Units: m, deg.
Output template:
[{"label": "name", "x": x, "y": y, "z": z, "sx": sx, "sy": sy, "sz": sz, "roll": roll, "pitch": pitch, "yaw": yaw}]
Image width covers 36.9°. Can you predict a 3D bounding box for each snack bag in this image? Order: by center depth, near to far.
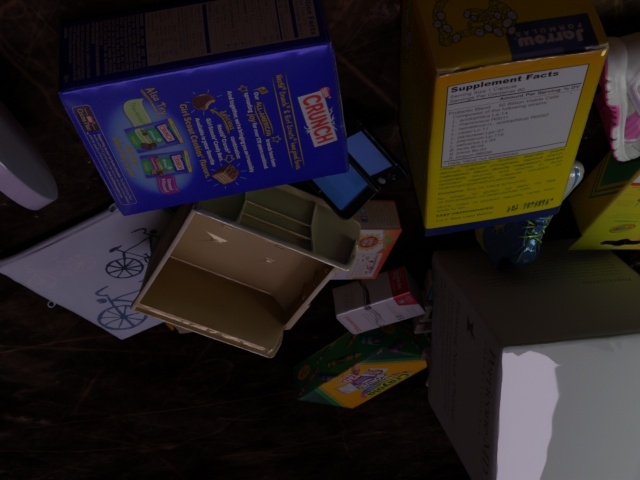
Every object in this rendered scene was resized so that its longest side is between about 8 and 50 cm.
[{"label": "snack bag", "x": -0.321, "y": 0.048, "z": 1.611, "sx": 0.323, "sy": 0.037, "sz": 0.342, "roll": -24, "pitch": 145, "yaw": 21}]

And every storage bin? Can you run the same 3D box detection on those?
[{"label": "storage bin", "x": -0.111, "y": 0.035, "z": 1.449, "sx": 0.260, "sy": 0.123, "sz": 0.262, "roll": 22, "pitch": 136, "yaw": -17}]

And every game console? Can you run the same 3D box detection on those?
[{"label": "game console", "x": 0.043, "y": -0.103, "z": 1.368, "sx": 0.122, "sy": 0.071, "sz": 0.107, "roll": 46, "pitch": 145, "yaw": -17}]

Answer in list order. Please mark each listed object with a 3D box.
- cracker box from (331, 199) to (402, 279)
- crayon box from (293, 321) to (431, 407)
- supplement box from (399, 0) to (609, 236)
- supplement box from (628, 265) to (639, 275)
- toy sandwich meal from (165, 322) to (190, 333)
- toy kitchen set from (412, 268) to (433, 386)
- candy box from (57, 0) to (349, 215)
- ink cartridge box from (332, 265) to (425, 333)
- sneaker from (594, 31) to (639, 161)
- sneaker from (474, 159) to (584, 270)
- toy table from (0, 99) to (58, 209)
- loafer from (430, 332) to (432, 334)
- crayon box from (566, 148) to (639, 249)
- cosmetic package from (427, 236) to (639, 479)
[{"label": "cracker box", "x": 0.000, "y": 0.000, "z": 1.593, "sx": 0.232, "sy": 0.067, "sz": 0.156, "roll": 0, "pitch": 147, "yaw": -18}, {"label": "crayon box", "x": 0.091, "y": 0.266, "z": 2.060, "sx": 0.165, "sy": 0.081, "sz": 0.278, "roll": 16, "pitch": 141, "yaw": -37}, {"label": "supplement box", "x": 0.211, "y": -0.186, "z": 1.212, "sx": 0.194, "sy": 0.195, "sz": 0.356, "roll": -9, "pitch": 151, "yaw": -2}, {"label": "supplement box", "x": 0.587, "y": 0.177, "z": 1.921, "sx": 0.113, "sy": 0.111, "sz": 0.220, "roll": -7, "pitch": 110, "yaw": -4}, {"label": "toy sandwich meal", "x": -0.261, "y": 0.146, "z": 1.800, "sx": 0.085, "sy": 0.029, "sz": 0.086, "roll": -8, "pitch": 150, "yaw": -4}, {"label": "toy kitchen set", "x": 0.265, "y": 0.170, "z": 1.865, "sx": 0.122, "sy": 0.166, "sz": 0.207, "roll": -5, "pitch": 150, "yaw": -8}, {"label": "candy box", "x": -0.133, "y": -0.171, "z": 1.206, "sx": 0.317, "sy": 0.122, "sz": 0.268, "roll": -9, "pitch": 149, "yaw": 1}, {"label": "ink cartridge box", "x": 0.110, "y": 0.115, "z": 1.827, "sx": 0.150, "sy": 0.063, "sz": 0.109, "roll": -18, "pitch": 149, "yaw": 15}, {"label": "sneaker", "x": 0.451, "y": -0.200, "z": 1.353, "sx": 0.111, "sy": 0.103, "sz": 0.252, "roll": -15, "pitch": 150, "yaw": 11}, {"label": "sneaker", "x": 0.357, "y": -0.030, "z": 1.591, "sx": 0.091, "sy": 0.126, "sz": 0.240, "roll": 9, "pitch": 146, "yaw": -29}, {"label": "toy table", "x": -0.452, "y": -0.100, "z": 1.144, "sx": 0.160, "sy": 0.252, "sz": 0.274, "roll": -31, "pitch": 139, "yaw": 2}, {"label": "loafer", "x": 0.335, "y": 0.201, "z": 1.974, "sx": 0.133, "sy": 0.130, "sz": 0.366, "roll": 4, "pitch": 147, "yaw": -22}, {"label": "crayon box", "x": 0.554, "y": -0.095, "z": 1.585, "sx": 0.202, "sy": 0.081, "sz": 0.318, "roll": 1, "pitch": 147, "yaw": -20}, {"label": "cosmetic package", "x": 0.394, "y": 0.219, "z": 1.659, "sx": 0.327, "sy": 0.394, "sz": 0.330, "roll": -5, "pitch": 111, "yaw": -9}]
